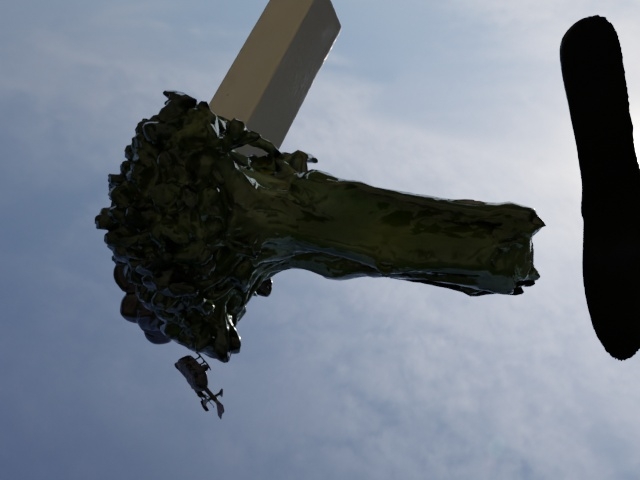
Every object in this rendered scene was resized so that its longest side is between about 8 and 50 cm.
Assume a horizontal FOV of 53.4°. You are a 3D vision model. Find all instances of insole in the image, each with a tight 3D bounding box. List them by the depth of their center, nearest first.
[{"bbox_3d":[0.262,-0.037,0.575,0.109,0.322,0.007,-24,-163,-26],"label":"insole"}]

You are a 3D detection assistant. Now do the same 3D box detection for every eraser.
[{"bbox_3d":[-0.068,-0.200,0.819,0.076,0.078,0.298,9,-118,30],"label":"eraser"}]

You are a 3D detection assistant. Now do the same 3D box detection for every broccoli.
[{"bbox_3d":[-0.005,0.000,0.452,0.275,0.198,0.177,6,-92,-2],"label":"broccoli"}]

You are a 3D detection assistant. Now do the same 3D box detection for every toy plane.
[{"bbox_3d":[-0.172,0.201,0.905,0.031,0.049,0.121,-19,-133,-39],"label":"toy plane"}]

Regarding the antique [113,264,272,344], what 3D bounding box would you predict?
[{"bbox_3d":[-0.212,0.030,1.116,0.255,0.185,0.322,-27,-148,22],"label":"antique"}]
